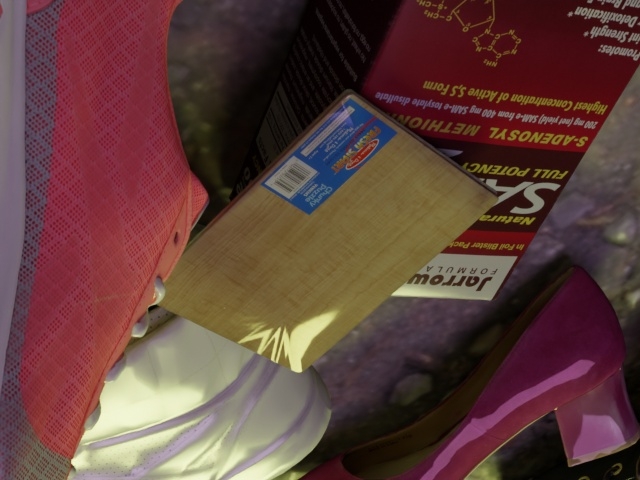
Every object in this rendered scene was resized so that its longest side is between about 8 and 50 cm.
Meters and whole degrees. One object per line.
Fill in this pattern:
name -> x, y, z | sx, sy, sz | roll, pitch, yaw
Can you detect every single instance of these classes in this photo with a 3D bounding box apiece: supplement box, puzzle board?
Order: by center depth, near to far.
puzzle board -> 0.000, 0.000, 0.503 | 0.096, 0.011, 0.128 | 31, 116, -36
supplement box -> 0.063, -0.082, 0.511 | 0.130, 0.073, 0.239 | 3, 131, -27

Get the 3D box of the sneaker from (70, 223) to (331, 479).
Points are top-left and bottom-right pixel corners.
sneaker -> -0.151, 0.099, 0.574 | 0.293, 0.108, 0.169 | -33, 135, -6

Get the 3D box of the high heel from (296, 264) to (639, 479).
high heel -> 0.066, 0.102, 0.708 | 0.244, 0.082, 0.117 | -18, 107, 11

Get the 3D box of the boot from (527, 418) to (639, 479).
boot -> 0.204, 0.164, 0.761 | 0.179, 0.085, 0.236 | -27, 166, 6

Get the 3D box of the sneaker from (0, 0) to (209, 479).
sneaker -> -0.100, 0.017, 0.441 | 0.136, 0.116, 0.313 | -2, 104, -38
